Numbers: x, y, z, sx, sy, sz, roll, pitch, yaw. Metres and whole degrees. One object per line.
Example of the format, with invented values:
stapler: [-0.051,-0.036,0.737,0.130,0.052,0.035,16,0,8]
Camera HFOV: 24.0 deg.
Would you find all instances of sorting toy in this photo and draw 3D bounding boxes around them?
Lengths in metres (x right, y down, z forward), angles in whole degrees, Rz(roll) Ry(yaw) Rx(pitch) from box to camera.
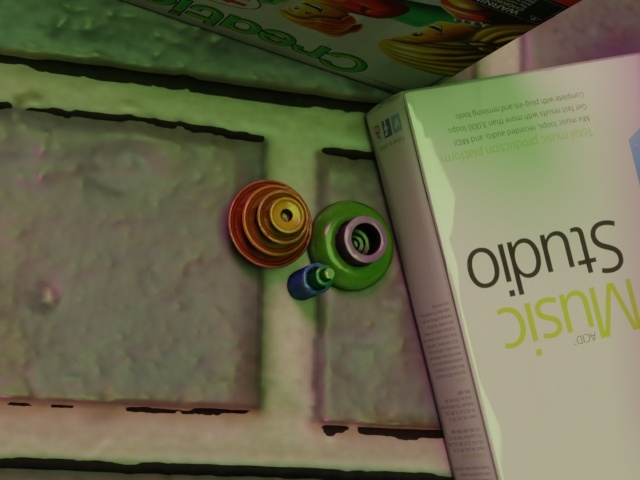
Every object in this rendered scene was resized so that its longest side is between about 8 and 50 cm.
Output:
sorting toy: [0.000,0.000,0.818,0.102,0.042,0.061,11,76,-21]

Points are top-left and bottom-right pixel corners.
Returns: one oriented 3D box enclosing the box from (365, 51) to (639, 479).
box: [0.173,0.056,0.873,0.232,0.058,0.322,-12,87,-24]

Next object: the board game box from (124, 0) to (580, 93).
board game box: [-0.040,-0.162,0.749,0.305,0.193,0.053,17,74,-19]
